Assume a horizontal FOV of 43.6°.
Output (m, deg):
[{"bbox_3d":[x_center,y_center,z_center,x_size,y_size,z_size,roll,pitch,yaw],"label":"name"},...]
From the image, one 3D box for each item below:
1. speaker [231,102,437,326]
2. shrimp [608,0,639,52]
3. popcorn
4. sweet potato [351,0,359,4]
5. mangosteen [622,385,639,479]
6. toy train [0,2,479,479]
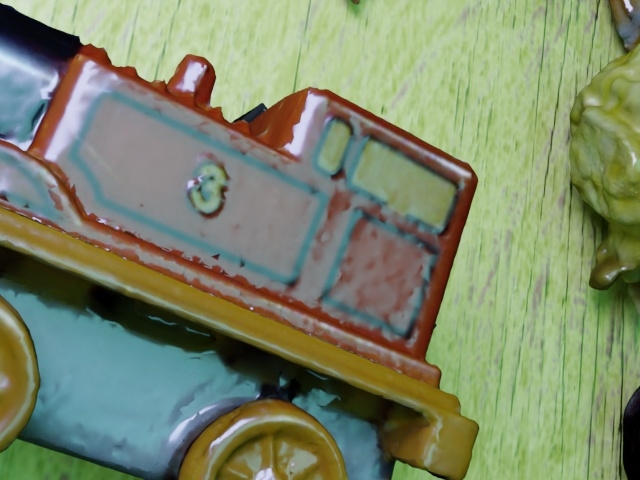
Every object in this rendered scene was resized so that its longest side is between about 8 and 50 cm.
[{"bbox_3d":[0.000,0.000,0.531,0.040,0.046,0.191,-45,104,-26],"label":"speaker"},{"bbox_3d":[0.334,-0.289,0.762,0.152,0.063,0.287,17,74,-20],"label":"shrimp"},{"bbox_3d":[0.304,-0.063,0.653,0.233,0.192,0.266,24,95,-41],"label":"popcorn"},{"bbox_3d":[0.022,-0.219,0.585,0.034,0.034,0.095,4,78,-29],"label":"sweet potato"},{"bbox_3d":[0.314,0.168,0.651,0.151,0.137,0.137,28,65,-61],"label":"mangosteen"},{"bbox_3d":[-0.068,0.022,0.403,0.369,0.163,0.232,25,76,-19],"label":"toy train"}]
